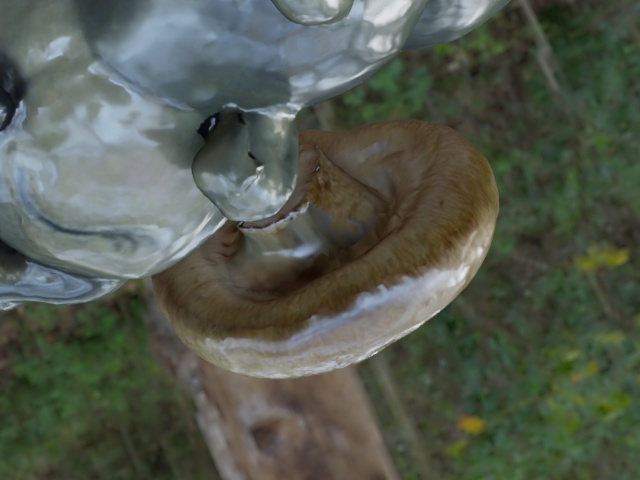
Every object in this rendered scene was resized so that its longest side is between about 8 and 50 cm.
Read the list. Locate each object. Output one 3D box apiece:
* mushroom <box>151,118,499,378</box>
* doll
[{"bbox_3d":[0.000,0.000,1.348,0.278,0.278,0.146,-25,124,0],"label":"mushroom"},{"bbox_3d":[-0.054,-0.103,0.996,0.382,0.252,0.379,-27,160,37],"label":"doll"}]
